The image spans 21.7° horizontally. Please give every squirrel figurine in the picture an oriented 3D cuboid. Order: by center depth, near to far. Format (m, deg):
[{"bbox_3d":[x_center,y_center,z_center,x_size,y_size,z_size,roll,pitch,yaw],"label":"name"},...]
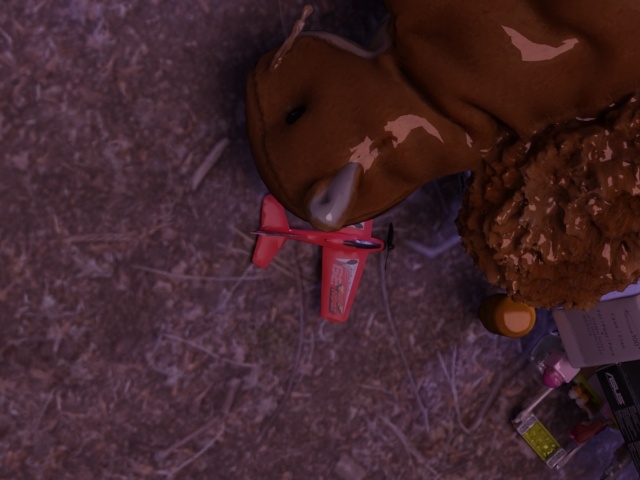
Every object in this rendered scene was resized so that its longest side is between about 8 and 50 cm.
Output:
[{"bbox_3d":[0.144,-0.107,1.379,0.370,0.281,0.397,-41,94,-2],"label":"squirrel figurine"}]

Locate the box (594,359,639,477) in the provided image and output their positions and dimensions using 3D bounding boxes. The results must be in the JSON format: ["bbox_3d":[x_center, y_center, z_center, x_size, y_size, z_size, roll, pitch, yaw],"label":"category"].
[{"bbox_3d":[0.372,0.177,1.588,0.184,0.045,0.191,-17,83,-34],"label":"box"}]

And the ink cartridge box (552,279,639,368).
[{"bbox_3d":[0.401,0.030,1.513,0.296,0.261,0.066,-19,89,-28],"label":"ink cartridge box"}]

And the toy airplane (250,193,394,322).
[{"bbox_3d":[0.000,0.000,1.509,0.151,0.028,0.151,-6,106,-24],"label":"toy airplane"}]

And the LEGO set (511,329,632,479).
[{"bbox_3d":[0.291,0.215,1.651,0.107,0.132,0.287,-43,99,-2],"label":"LEGO set"}]

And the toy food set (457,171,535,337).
[{"bbox_3d":[0.184,-0.031,1.570,0.111,0.104,0.232,-10,91,-9],"label":"toy food set"}]
